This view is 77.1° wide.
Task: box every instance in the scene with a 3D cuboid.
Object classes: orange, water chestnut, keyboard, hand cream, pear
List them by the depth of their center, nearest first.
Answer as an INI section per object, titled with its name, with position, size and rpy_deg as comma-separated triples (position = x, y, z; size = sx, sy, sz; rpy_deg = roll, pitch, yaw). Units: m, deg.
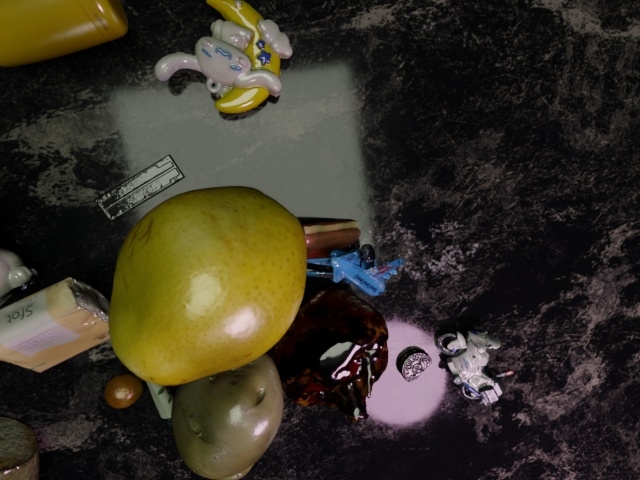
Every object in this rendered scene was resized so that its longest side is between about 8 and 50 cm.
[pear]
position = -0.218, 0.077, 0.807
size = 0.362, 0.362, 0.418
rpy_deg = 42, 73, -11
[water chestnut]
position = 0.027, 0.256, 0.920
size = 0.290, 0.244, 0.288
rpy_deg = -1, 103, -4
[keyboard]
position = -0.415, -0.121, 0.921
size = 0.198, 0.010, 0.063
rpy_deg = -32, 102, -4
[orange]
position = -0.461, 0.353, 0.945
size = 0.085, 0.085, 0.084
rpy_deg = -1, 97, -9
[hand cream]
position = -0.394, 0.333, 0.956
size = 0.050, 0.080, 0.233
rpy_deg = -22, 105, -9

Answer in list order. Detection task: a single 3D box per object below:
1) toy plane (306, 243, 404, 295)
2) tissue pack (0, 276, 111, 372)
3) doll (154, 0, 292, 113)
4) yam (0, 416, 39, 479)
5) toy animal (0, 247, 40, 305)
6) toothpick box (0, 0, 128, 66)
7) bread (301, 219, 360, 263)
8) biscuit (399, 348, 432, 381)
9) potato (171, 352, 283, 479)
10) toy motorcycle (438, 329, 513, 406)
[toy plane]
position = 0.089, 0.071, 0.938
size = 0.254, 0.271, 0.104
rpy_deg = -10, 73, 30
[tissue pack]
position = -0.567, 0.185, 0.858
size = 0.223, 0.186, 0.090
rpy_deg = -24, 56, -4
[doll]
position = -0.193, -0.397, 0.871
size = 0.252, 0.111, 0.237
rpy_deg = 26, 94, -20
[yam]
position = -0.719, 0.559, 0.884
size = 0.168, 0.168, 0.304
rpy_deg = 7, 97, -10
[toy animal]
position = -0.734, 0.001, 0.783
size = 0.183, 0.247, 0.309
rpy_deg = -35, 117, -20
[toothpick box]
position = -0.543, -0.448, 0.779
size = 0.272, 0.175, 0.174
rpy_deg = -22, 100, -3
[bread]
position = 0.000, -0.001, 0.951
size = 0.119, 0.193, 0.067
rpy_deg = -47, 62, 33
[biscuit]
position = 0.255, 0.335, 1.077
size = 0.089, 0.027, 0.087
rpy_deg = -6, 97, -8
[potato]
position = -0.211, 0.384, 0.895
size = 0.243, 0.221, 0.326
rpy_deg = 41, 128, 13
[toy motorcycle]
position = 0.420, 0.330, 1.072
size = 0.150, 0.102, 0.221
rpy_deg = -25, 98, 16
